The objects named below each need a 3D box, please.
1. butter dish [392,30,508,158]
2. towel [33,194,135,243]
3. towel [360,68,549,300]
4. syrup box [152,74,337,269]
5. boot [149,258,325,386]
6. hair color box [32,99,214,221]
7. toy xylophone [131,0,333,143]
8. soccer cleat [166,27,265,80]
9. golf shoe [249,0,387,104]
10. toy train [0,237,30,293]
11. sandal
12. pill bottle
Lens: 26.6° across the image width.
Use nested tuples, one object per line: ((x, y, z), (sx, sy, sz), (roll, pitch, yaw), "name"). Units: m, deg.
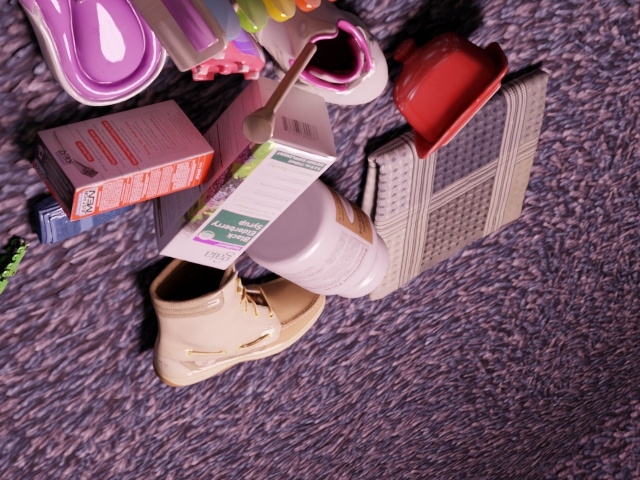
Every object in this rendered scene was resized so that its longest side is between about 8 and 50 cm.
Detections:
((0.140, -0.202, 1.673), (0.160, 0.118, 0.160), (-47, -166, 15), "butter dish")
((-0.263, -0.036, 1.523), (0.119, 0.029, 0.067), (-25, 149, -23), "towel")
((0.184, -0.081, 1.960), (0.312, 0.056, 0.324), (-29, 147, -23), "towel")
((-0.091, -0.071, 1.525), (0.093, 0.096, 0.237), (15, 138, -33), "syrup box")
((-0.106, 0.071, 1.790), (0.262, 0.095, 0.203), (-23, 146, -19), "boot")
((-0.210, -0.088, 1.446), (0.167, 0.093, 0.053), (-17, 144, -33), "hair color box")
((-0.068, -0.236, 1.208), (0.081, 0.323, 0.236), (-25, 117, 32), "toy xylophone")
((-0.105, -0.215, 1.348), (0.083, 0.095, 0.248), (0, 179, 9), "soccer cleat")
((0.009, -0.199, 1.495), (0.115, 0.140, 0.306), (-46, 152, 9), "golf shoe")
((-0.352, 0.030, 1.527), (0.083, 0.017, 0.023), (-53, 158, 23), "toy train")
((-0.211, -0.251, 1.207), (0.169, 0.102, 0.416), (-36, 150, -6), "sandal")
((0.000, 0.000, 1.766), (0.131, 0.131, 0.229), (-44, 151, 8), "pill bottle")
